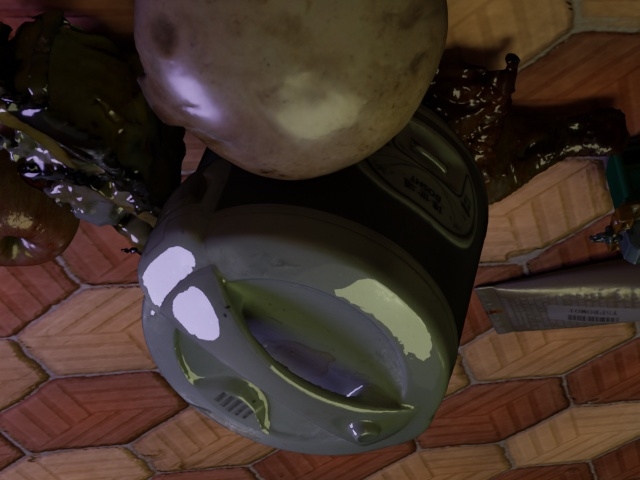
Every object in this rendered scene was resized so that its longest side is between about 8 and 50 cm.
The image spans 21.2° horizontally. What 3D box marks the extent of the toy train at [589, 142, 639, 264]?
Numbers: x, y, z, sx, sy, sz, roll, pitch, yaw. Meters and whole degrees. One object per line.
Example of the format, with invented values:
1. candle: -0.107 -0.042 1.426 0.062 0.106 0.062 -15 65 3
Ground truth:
1. toy train: 0.386 -0.045 1.789 0.227 0.136 0.091 -14 159 -3

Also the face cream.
1. face cream: 0.365 0.060 2.051 0.341 0.084 0.137 -10 152 14

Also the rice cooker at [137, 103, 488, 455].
1. rice cooker: -0.003 0.024 1.483 0.288 0.277 0.288 10 134 11

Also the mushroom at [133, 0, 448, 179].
1. mushroom: -0.028 -0.168 1.328 0.254 0.184 0.255 0 122 -1

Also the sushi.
1. sushi: -0.193 -0.101 1.476 0.131 0.139 0.291 -6 153 24

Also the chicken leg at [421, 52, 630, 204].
1. chicken leg: 0.155 -0.106 1.644 0.177 0.083 0.322 -41 141 26

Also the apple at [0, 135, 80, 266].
1. apple: -0.283 -0.034 1.564 0.126 0.102 0.126 -8 152 -4
